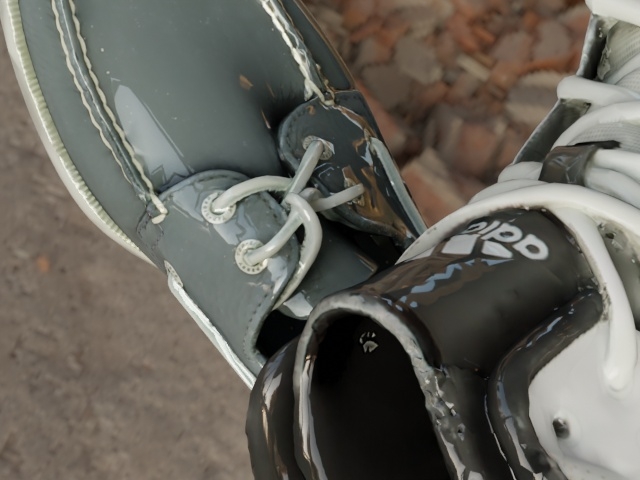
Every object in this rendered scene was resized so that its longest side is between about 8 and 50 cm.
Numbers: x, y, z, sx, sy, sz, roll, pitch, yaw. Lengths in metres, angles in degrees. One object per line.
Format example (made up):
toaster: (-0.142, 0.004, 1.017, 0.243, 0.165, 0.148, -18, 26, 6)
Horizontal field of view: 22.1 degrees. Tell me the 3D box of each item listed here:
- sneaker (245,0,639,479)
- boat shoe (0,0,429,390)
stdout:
sneaker: (0.121, -0.024, 0.491, 0.257, 0.169, 0.447, 10, 84, -48)
boat shoe: (0.000, 0.000, 0.580, 0.116, 0.099, 0.319, -34, 103, -21)
